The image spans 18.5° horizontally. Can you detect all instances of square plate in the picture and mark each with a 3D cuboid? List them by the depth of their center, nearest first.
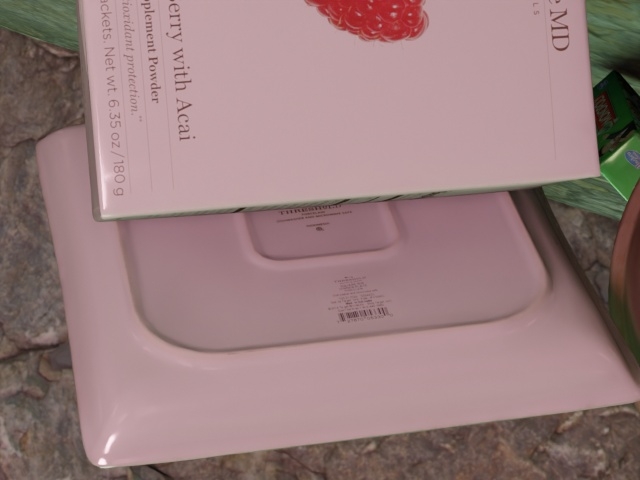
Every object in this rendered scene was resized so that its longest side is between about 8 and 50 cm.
[{"bbox_3d":[0.000,0.000,1.286,0.347,0.049,0.344,-6,-143,-10],"label":"square plate"}]

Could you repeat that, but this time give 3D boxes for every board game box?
[{"bbox_3d":[0.336,0.011,1.604,0.317,0.046,0.213,46,-165,-10],"label":"board game box"}]

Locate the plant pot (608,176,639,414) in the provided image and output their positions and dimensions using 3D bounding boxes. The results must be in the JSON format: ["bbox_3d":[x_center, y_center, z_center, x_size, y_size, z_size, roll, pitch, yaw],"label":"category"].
[{"bbox_3d":[0.324,0.031,1.175,0.323,0.323,0.280,18,180,14],"label":"plant pot"}]

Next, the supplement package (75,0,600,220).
[{"bbox_3d":[0.002,-0.109,1.192,0.293,0.177,0.175,-5,180,-8],"label":"supplement package"}]
